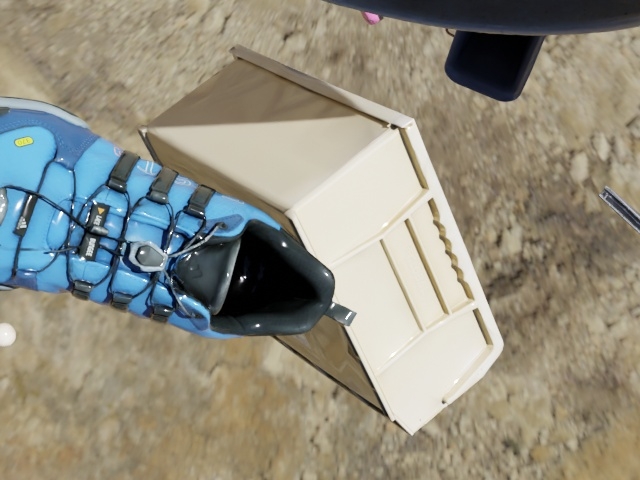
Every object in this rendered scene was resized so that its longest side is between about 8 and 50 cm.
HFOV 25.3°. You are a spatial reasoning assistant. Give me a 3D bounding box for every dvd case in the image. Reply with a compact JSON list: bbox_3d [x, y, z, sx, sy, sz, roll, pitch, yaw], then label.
[{"bbox_3d":[0.379,0.042,1.399,0.018,0.221,0.164,-47,138,9],"label":"dvd case"}]

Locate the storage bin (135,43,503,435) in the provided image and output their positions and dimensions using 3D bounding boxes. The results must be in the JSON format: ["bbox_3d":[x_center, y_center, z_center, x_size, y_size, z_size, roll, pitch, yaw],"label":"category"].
[{"bbox_3d":[0.000,0.000,1.204,0.123,0.262,0.260,-38,126,-17],"label":"storage bin"}]

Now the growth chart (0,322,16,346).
[{"bbox_3d":[-0.324,0.009,0.886,0.172,0.021,0.237,-26,120,5],"label":"growth chart"}]

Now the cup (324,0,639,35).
[{"bbox_3d":[0.077,-0.277,0.761,0.331,0.331,0.237,12,80,-1],"label":"cup"}]

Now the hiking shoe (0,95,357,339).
[{"bbox_3d":[-0.110,-0.009,0.830,0.132,0.304,0.113,15,91,39],"label":"hiking shoe"}]

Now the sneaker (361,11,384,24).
[{"bbox_3d":[0.069,-0.315,1.608,0.075,0.170,0.063,-12,139,13],"label":"sneaker"}]

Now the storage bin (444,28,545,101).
[{"bbox_3d":[0.185,-0.227,1.455,0.098,0.091,0.135,23,142,5],"label":"storage bin"}]
